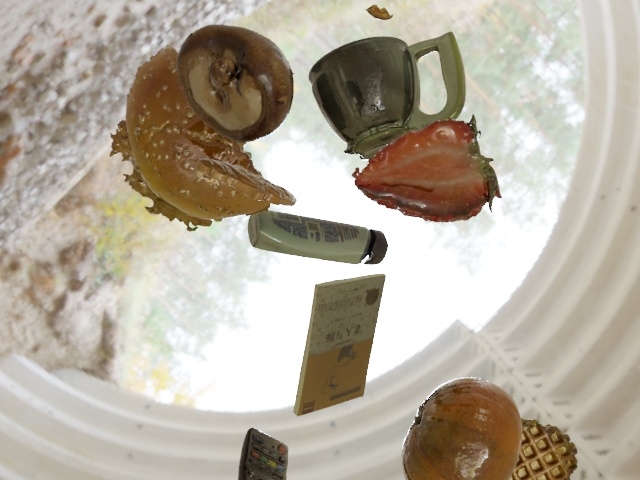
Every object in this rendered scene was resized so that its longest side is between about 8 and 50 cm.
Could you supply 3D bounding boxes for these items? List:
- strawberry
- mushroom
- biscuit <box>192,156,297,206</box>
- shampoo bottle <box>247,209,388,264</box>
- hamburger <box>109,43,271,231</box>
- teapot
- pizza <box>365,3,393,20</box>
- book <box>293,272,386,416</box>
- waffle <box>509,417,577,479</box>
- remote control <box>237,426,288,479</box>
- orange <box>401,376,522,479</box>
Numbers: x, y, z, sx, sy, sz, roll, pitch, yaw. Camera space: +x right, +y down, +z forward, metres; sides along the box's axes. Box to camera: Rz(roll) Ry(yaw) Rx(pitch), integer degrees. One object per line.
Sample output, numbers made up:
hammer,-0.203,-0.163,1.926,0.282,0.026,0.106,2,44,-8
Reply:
strawberry,0.164,-0.084,1.280,0.228,0.174,0.098,-25,171,-17
mushroom,-0.139,-0.276,1.425,0.138,0.231,0.194,-48,160,-25
biscuit,-0.125,-0.103,1.462,0.162,0.250,0.035,39,-78,38
shampoo bottle,0.000,0.000,2.076,0.134,0.359,0.078,-106,-147,-48
hamburger,-0.312,-0.195,1.855,0.287,0.445,0.268,-35,-171,-5
teapot,0.153,-0.312,1.843,0.321,0.239,0.239,-13,167,-13
pizza,0.152,-0.585,2.111,0.016,0.083,0.037,-5,-100,60
book,0.055,0.284,2.269,0.269,0.389,0.032,-8,-155,-41
waffle,0.503,0.555,2.004,0.059,0.243,0.238,125,-21,-84
remote control,-0.141,0.616,1.864,0.062,0.144,0.399,-43,-155,30
orange,0.231,0.344,1.380,0.240,0.171,0.240,-63,-176,7
